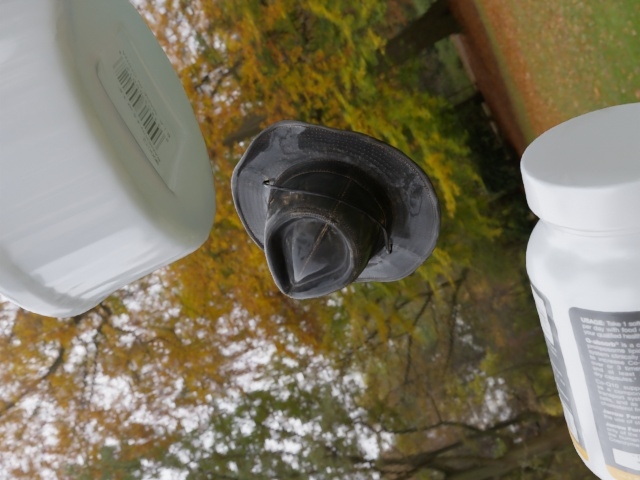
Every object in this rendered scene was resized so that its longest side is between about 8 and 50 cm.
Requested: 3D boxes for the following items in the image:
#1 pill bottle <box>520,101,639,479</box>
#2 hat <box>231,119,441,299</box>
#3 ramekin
[{"bbox_3d":[0.248,0.048,0.570,0.162,0.162,0.278,-87,-22,-62],"label":"pill bottle"},{"bbox_3d":[0.000,0.000,1.024,0.331,0.332,0.133,55,-139,-35],"label":"hat"},{"bbox_3d":[-0.198,-0.088,0.622,0.277,0.135,0.277,-21,-90,-80],"label":"ramekin"}]
